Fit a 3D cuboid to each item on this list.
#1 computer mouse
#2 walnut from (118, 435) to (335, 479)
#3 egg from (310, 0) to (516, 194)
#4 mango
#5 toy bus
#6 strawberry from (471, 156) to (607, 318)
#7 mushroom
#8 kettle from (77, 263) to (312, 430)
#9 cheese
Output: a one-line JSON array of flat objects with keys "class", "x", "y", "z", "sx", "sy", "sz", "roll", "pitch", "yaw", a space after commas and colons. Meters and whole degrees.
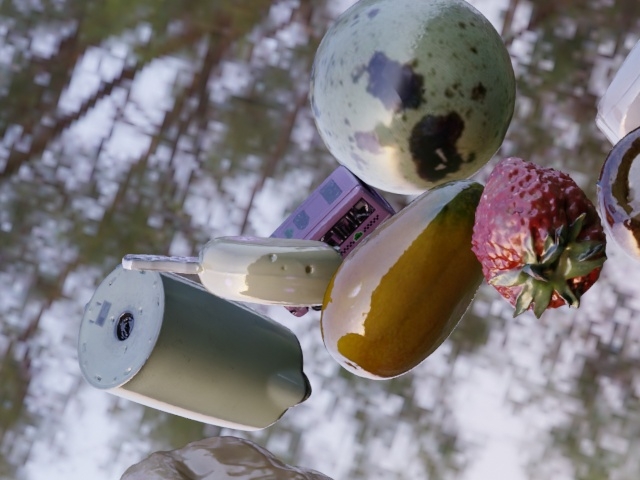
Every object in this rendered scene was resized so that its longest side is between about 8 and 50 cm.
[{"class": "computer mouse", "x": 0.428, "y": -0.186, "z": 2.374, "sx": 0.184, "sy": 0.121, "sz": 0.297, "roll": -58, "pitch": -10, "yaw": 1}, {"class": "walnut", "x": -0.088, "y": 0.369, "z": 1.834, "sx": 0.381, "sy": 0.381, "sz": 0.381, "roll": 17, "pitch": -90, "yaw": -73}, {"class": "egg", "x": 0.125, "y": -0.213, "z": 2.675, "sx": 0.379, "sy": 0.287, "sz": 0.288, "roll": -124, "pitch": 46, "yaw": -71}, {"class": "mango", "x": 0.092, "y": 0.038, "z": 1.881, "sx": 0.221, "sy": 0.120, "sz": 0.151, "roll": -48, "pitch": -20, "yaw": -6}, {"class": "toy bus", "x": 0.000, "y": 0.000, "z": 2.327, "sx": 0.178, "sy": 0.087, "sz": 0.098, "roll": -46, "pitch": -54, "yaw": 6}, {"class": "strawberry", "x": 0.188, "y": -0.011, "z": 1.733, "sx": 0.131, "sy": 0.148, "sz": 0.131, "roll": -19, "pitch": -50, "yaw": -24}, {"class": "mushroom", "x": 0.433, "y": -0.046, "z": 2.200, "sx": 0.138, "sy": 0.231, "sz": 0.194, "roll": 94, "pitch": -162, "yaw": -56}, {"class": "kettle", "x": -0.167, "y": 0.131, "z": 2.385, "sx": 0.255, "sy": 0.240, "sz": 0.165, "roll": 21, "pitch": -92, "yaw": -39}, {"class": "cheese", "x": -0.091, "y": 0.028, "z": 1.985, "sx": 0.137, "sy": 0.227, "sz": 0.064, "roll": -150, "pitch": 64, "yaw": -80}]
